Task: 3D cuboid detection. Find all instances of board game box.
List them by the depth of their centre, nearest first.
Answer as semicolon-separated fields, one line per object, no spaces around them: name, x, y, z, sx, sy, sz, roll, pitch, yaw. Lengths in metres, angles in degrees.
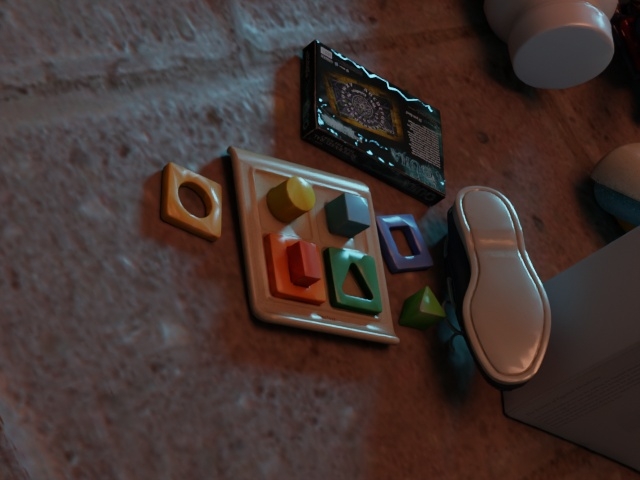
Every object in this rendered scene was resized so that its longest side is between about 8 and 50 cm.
board game box;0.058;-0.125;1.642;0.186;0.026;0.126;26;46;-31

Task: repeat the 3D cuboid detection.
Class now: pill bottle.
pill bottle;0.282;-0.345;1.923;0.169;0.169;0.301;21;49;-35

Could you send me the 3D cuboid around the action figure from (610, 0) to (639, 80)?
action figure;0.492;-0.241;2.022;0.341;0.179;0.330;66;22;1

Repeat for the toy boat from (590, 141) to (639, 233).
toy boat;0.455;-0.012;1.826;0.268;0.148;0.318;18;13;-7

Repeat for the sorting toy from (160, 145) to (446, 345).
sorting toy;0.000;0.000;1.472;0.348;0.047;0.196;13;54;-40

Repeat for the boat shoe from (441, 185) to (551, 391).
boat shoe;0.172;0.058;1.570;0.095;0.079;0.254;0;49;-14

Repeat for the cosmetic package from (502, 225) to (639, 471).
cosmetic package;0.343;0.117;1.597;0.225;0.224;0.138;25;48;-33
